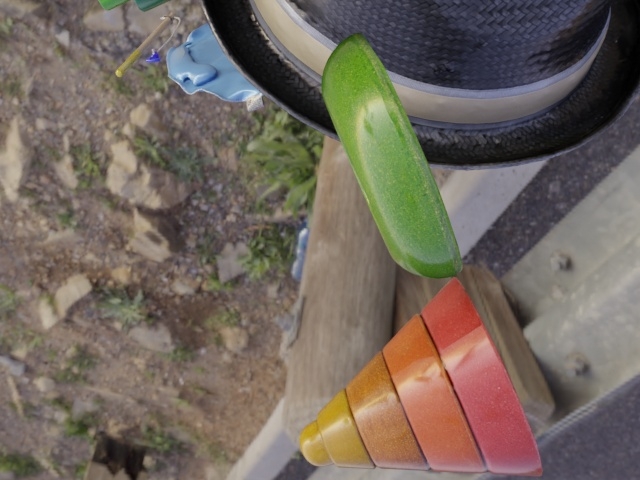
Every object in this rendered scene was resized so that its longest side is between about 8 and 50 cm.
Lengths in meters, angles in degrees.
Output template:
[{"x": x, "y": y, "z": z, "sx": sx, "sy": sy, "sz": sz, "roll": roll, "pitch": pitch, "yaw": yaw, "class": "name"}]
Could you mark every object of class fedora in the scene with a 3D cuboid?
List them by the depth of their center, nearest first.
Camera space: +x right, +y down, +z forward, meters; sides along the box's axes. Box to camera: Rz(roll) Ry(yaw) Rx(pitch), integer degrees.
[{"x": 0.081, "y": -0.208, "z": 0.513, "sx": 0.334, "sy": 0.334, "sz": 0.152, "roll": 8, "pitch": 155, "yaw": -2, "class": "fedora"}]

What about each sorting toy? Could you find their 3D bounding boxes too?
[{"x": 0.000, "y": 0.000, "z": 0.400, "sx": 0.126, "sy": 0.127, "sz": 0.365, "roll": -24, "pitch": 117, "yaw": 4, "class": "sorting toy"}]

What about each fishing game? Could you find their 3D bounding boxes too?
[{"x": -0.054, "y": -0.175, "z": 0.751, "sx": 0.264, "sy": 0.189, "sz": 0.041, "roll": 2, "pitch": 130, "yaw": 11, "class": "fishing game"}]
